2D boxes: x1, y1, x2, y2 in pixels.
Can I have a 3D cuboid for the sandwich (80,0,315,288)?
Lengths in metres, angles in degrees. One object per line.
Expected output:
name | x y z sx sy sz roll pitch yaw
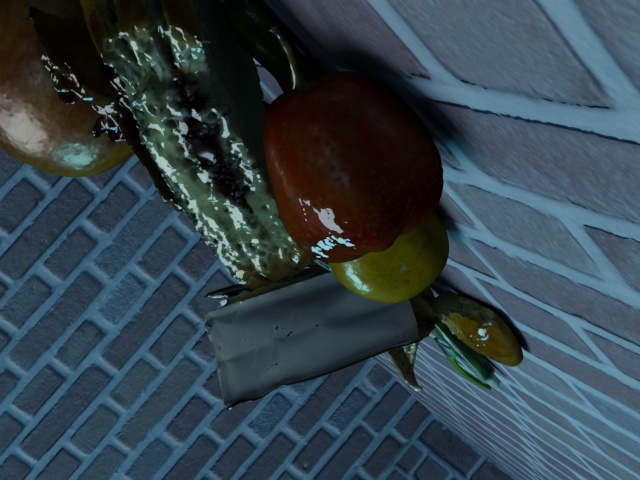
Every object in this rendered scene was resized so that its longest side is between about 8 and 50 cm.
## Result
sandwich | -0.107 -0.109 0.952 0.254 0.100 0.288 37 -147 -75

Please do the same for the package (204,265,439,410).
package | -0.003 0.106 1.532 0.221 0.311 0.165 -27 -82 -74

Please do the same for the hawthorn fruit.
hawthorn fruit | 0.010 -0.085 0.887 0.203 0.163 0.162 59 172 -5

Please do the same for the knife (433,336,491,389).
knife | 0.282 0.252 2.057 0.166 0.022 0.078 46 177 -30

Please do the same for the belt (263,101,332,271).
belt | -0.032 -0.061 1.366 0.267 0.116 0.206 41 169 17

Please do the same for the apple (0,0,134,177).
apple | -0.351 -0.229 1.429 0.301 0.301 0.301 40 174 6

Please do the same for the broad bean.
broad bean | -0.008 -0.142 0.993 0.254 0.046 0.065 46 -172 -29

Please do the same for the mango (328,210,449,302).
mango | 0.070 -0.007 1.140 0.195 0.137 0.098 74 -176 -50

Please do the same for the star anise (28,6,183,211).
star anise | -0.195 -0.159 1.233 0.346 0.148 0.237 46 128 -7

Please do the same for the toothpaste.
toothpaste | 0.241 0.183 1.790 0.204 0.031 0.049 45 173 -13

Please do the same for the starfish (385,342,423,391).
starfish | 0.033 0.132 1.921 0.398 0.132 0.384 31 -153 -12

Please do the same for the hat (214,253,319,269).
hat | -0.005 0.006 1.675 0.301 0.168 0.258 5 160 33

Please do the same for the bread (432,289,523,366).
bread | 0.232 0.134 1.434 0.136 0.054 0.154 41 177 -25
